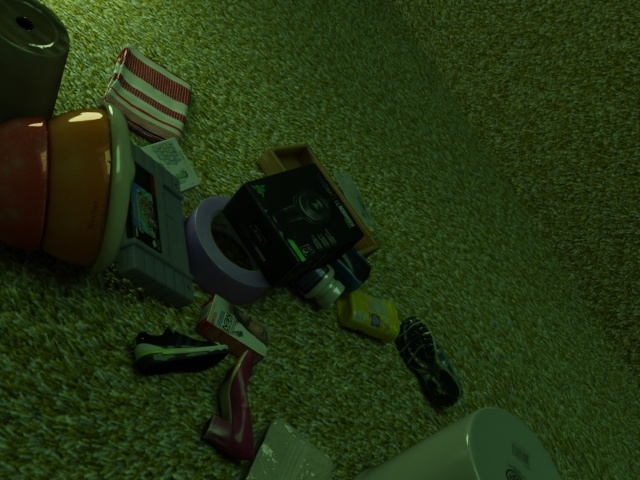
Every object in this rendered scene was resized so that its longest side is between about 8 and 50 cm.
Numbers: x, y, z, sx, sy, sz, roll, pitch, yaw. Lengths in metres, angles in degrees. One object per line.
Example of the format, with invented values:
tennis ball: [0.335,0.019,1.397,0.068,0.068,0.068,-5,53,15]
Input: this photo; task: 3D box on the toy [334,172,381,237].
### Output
toy: [0.106,-0.101,2.429,0.237,0.056,0.137,60,21,6]

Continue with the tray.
tray: [-0.006,-0.108,2.299,0.410,0.076,0.203,56,34,11]

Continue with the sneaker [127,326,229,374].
sneaker: [-0.297,0.222,1.615,0.235,0.084,0.097,5,51,-46]

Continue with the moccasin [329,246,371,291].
moccasin: [0.000,0.000,2.127,0.342,0.138,0.117,50,45,4]

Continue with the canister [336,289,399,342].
canister: [0.132,0.208,2.133,0.170,0.073,0.126,23,40,-31]

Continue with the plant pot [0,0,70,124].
plant pot: [-0.682,-0.367,1.602,0.323,0.280,0.323,30,36,-25]

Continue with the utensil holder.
utensil holder: [0.287,0.583,1.642,0.328,0.385,0.327,29,38,-26]

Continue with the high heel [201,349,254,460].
high heel: [-0.162,0.352,1.631,0.117,0.082,0.244,32,40,-11]

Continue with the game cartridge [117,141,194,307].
game cartridge: [-0.383,-0.044,1.719,0.230,0.068,0.354,50,23,-57]

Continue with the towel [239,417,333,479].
towel: [-0.076,0.519,1.598,0.187,0.049,0.282,41,34,-10]

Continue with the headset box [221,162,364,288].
headset box: [-0.074,-0.042,1.911,0.283,0.131,0.246,-21,73,-46]

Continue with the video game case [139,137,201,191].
video game case: [-0.397,-0.186,1.949,0.157,0.019,0.143,-31,92,-52]

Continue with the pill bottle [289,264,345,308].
pill bottle: [-0.028,0.090,2.034,0.187,0.112,0.112,45,33,-5]

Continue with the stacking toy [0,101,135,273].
stacking toy: [-0.624,-0.121,1.451,0.480,0.350,0.350,5,51,-27]

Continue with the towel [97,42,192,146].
towel: [-0.472,-0.401,2.098,0.237,0.037,0.329,31,37,-26]

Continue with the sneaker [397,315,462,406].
sneaker: [0.320,0.353,2.200,0.283,0.110,0.122,64,18,18]

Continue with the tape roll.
tape roll: [-0.222,0.023,1.902,0.275,0.090,0.274,29,37,-25]

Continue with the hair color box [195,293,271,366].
hair color box: [-0.201,0.210,1.767,0.167,0.053,0.093,36,34,-20]
